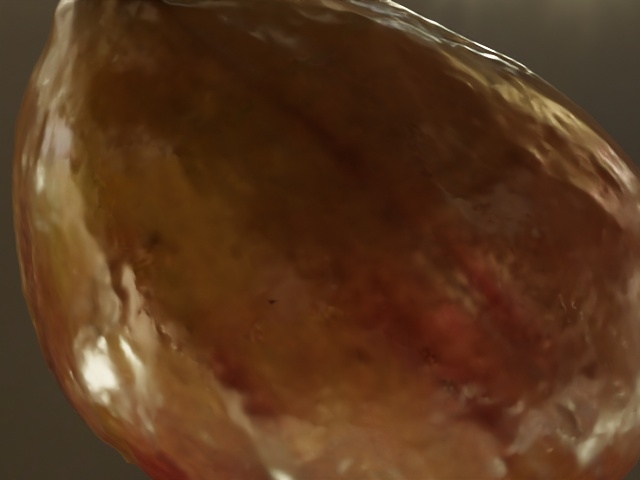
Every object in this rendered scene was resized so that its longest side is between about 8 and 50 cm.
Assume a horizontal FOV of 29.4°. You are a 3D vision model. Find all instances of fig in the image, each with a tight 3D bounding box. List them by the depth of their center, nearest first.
[{"bbox_3d":[0.004,0.011,0.461,0.263,0.224,0.224,22,-137,-21],"label":"fig"}]
